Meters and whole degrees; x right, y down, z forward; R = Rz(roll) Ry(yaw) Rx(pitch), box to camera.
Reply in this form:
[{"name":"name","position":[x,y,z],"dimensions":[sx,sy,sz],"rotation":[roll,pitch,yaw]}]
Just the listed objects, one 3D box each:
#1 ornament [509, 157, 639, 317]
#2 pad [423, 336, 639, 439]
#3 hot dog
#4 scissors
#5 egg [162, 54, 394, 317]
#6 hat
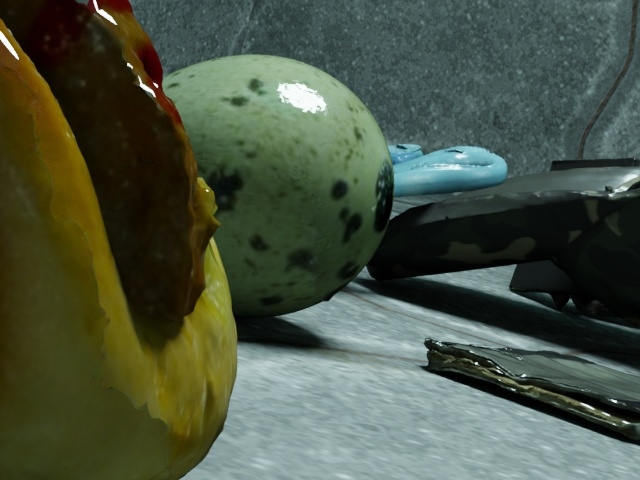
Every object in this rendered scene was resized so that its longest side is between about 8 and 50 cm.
[{"name":"ornament","position":[0.336,0.027,1.806],"dimensions":[0.196,0.166,0.153],"rotation":[25,-9,-22]},{"name":"pad","position":[0.197,0.103,1.178],"dimensions":[0.174,0.022,0.233],"rotation":[18,5,36]},{"name":"hot dog","position":[-0.211,-0.051,0.645],"dimensions":[0.405,0.223,0.185],"rotation":[16,3,15]},{"name":"scissors","position":[0.023,-0.048,1.433],"dimensions":[0.180,0.032,0.393],"rotation":[4,12,30]},{"name":"egg","position":[-0.062,-0.036,1.142],"dimensions":[0.228,0.177,0.177],"rotation":[1,1,18]},{"name":"hat","position":[0.254,0.027,1.545],"dimensions":[0.381,0.257,0.366],"rotation":[-28,-5,21]}]
